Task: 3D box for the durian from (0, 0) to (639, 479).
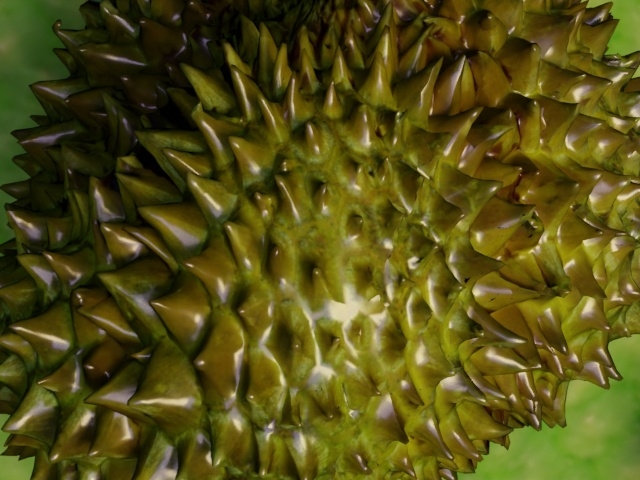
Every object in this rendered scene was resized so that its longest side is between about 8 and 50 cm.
[{"bbox_3d":[0.001,0.002,0.677,0.291,0.291,0.224,-40,121,6],"label":"durian"}]
